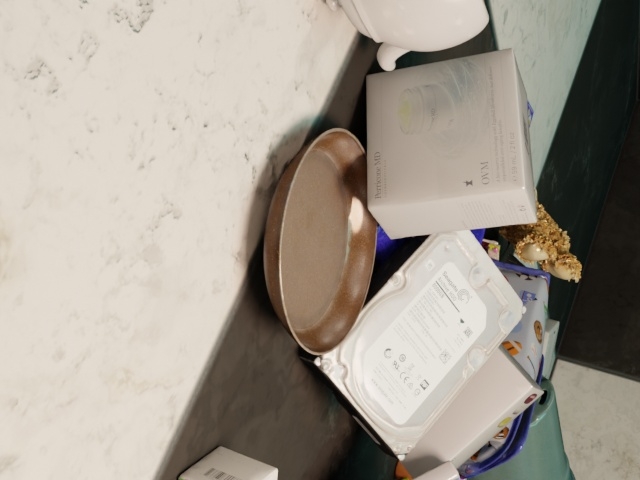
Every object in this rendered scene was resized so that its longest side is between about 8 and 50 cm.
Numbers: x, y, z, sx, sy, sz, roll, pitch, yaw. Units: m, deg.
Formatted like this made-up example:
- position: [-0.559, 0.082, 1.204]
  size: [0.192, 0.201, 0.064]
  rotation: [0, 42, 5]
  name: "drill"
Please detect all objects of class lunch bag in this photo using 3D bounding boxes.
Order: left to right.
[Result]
- position: [0.357, 0.284, 1.836]
  size: [0.328, 0.239, 0.385]
  rotation: [-62, 162, -46]
  name: "lunch bag"

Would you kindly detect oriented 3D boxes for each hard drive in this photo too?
- position: [0.158, 0.146, 1.355]
  size: [0.339, 0.064, 0.237]
  rotation: [-45, 111, -19]
  name: "hard drive"

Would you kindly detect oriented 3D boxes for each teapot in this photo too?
- position: [0.090, -0.344, 1.070]
  size: [0.252, 0.187, 0.256]
  rotation: [-60, 130, -70]
  name: "teapot"

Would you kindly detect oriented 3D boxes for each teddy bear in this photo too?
- position: [0.463, -0.039, 1.856]
  size: [0.113, 0.245, 0.338]
  rotation: [-55, -170, 20]
  name: "teddy bear"

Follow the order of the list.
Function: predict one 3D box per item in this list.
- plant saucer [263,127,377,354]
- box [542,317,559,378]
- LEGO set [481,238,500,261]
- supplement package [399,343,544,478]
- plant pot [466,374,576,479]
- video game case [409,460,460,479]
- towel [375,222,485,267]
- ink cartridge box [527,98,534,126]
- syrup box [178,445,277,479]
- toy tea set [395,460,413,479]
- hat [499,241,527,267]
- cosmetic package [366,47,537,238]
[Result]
- position: [0.000, 0.000, 1.172]
  size: [0.310, 0.050, 0.310]
  rotation: [-26, 119, -60]
  name: "plant saucer"
- position: [0.537, 0.294, 2.325]
  size: [0.119, 0.182, 0.181]
  rotation: [-23, 124, -59]
  name: "box"
- position: [0.369, 0.027, 1.920]
  size: [0.132, 0.107, 0.287]
  rotation: [-66, 153, -19]
  name: "LEGO set"
- position: [0.227, 0.276, 1.522]
  size: [0.262, 0.204, 0.145]
  rotation: [-44, 154, 8]
  name: "supplement package"
- position: [0.487, 0.519, 2.206]
  size: [0.341, 0.341, 0.334]
  rotation: [-46, 134, -47]
  name: "plant pot"
- position: [0.106, 0.525, 1.488]
  size: [0.329, 0.036, 0.300]
  rotation: [-26, 141, -4]
  name: "video game case"
- position: [0.183, -0.026, 1.459]
  size: [0.308, 0.076, 0.227]
  rotation: [44, 61, -45]
  name: "towel"
- position: [0.444, -0.243, 2.006]
  size: [0.206, 0.045, 0.208]
  rotation: [25, 79, -65]
  name: "ink cartridge box"
- position: [-0.126, 0.402, 1.105]
  size: [0.096, 0.093, 0.237]
  rotation: [-25, 125, -60]
  name: "syrup box"
- position: [0.243, 0.545, 1.913]
  size: [0.336, 0.124, 0.200]
  rotation: [-64, 153, -24]
  name: "toy tea set"
- position: [0.487, 0.130, 2.124]
  size: [0.331, 0.134, 0.331]
  rotation: [18, 90, -76]
  name: "hat"
- position: [0.190, -0.138, 1.254]
  size: [0.138, 0.225, 0.224]
  rotation: [44, 43, -60]
  name: "cosmetic package"
